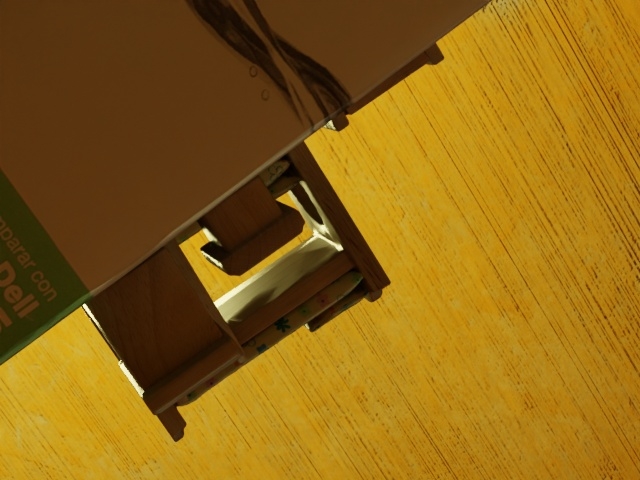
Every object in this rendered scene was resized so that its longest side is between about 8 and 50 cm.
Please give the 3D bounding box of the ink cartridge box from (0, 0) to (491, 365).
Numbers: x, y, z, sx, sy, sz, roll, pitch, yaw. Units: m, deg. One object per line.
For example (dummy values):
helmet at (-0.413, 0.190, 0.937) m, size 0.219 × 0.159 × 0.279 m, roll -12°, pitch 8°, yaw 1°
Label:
ink cartridge box at (-0.075, -0.080, 0.607) m, size 0.273 × 0.114 × 0.198 m, roll -37°, pitch -163°, yaw -12°

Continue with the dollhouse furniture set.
dollhouse furniture set at (0.000, 0.000, 0.631) m, size 0.182 × 0.101 × 0.161 m, roll -35°, pitch -163°, yaw -8°
